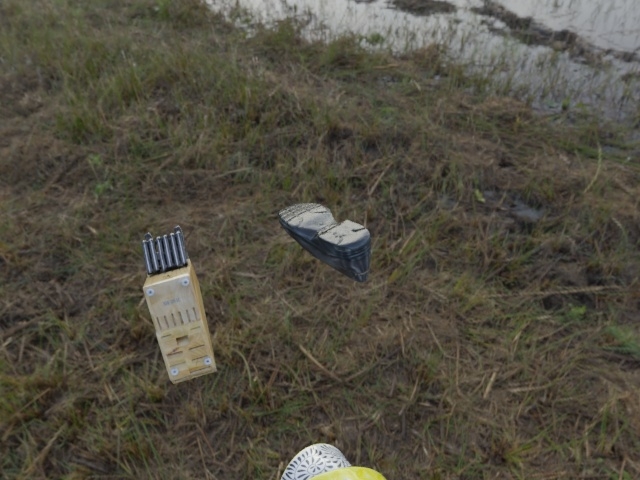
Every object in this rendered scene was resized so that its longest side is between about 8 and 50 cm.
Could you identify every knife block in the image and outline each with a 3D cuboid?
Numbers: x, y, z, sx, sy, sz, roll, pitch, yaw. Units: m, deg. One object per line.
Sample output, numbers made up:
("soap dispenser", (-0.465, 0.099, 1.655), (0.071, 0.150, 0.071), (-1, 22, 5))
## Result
("knife block", (-0.289, 0.116, 1.094), (0.088, 0.276, 0.242), (-15, 12, -9))

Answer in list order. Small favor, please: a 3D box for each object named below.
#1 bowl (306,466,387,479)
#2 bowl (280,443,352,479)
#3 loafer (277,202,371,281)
("bowl", (0.030, 0.530, 0.861), (0.289, 0.289, 0.156), (-22, 33, -17))
("bowl", (0.016, 0.440, 0.907), (0.080, 0.170, 0.170), (-6, 30, 51))
("loafer", (0.000, 0.000, 0.662), (0.062, 0.061, 0.170), (-26, 32, -21))
